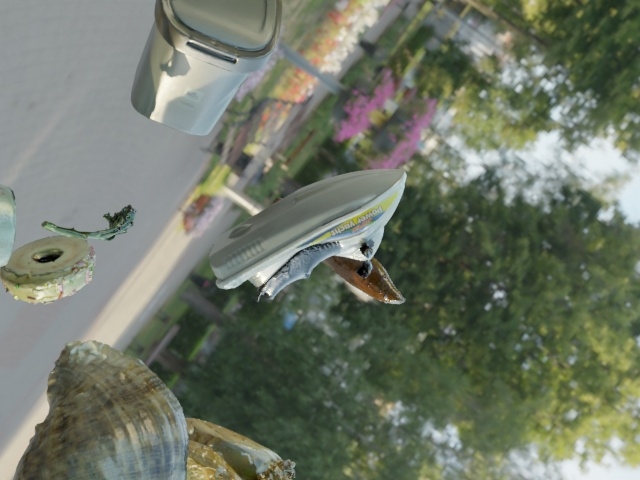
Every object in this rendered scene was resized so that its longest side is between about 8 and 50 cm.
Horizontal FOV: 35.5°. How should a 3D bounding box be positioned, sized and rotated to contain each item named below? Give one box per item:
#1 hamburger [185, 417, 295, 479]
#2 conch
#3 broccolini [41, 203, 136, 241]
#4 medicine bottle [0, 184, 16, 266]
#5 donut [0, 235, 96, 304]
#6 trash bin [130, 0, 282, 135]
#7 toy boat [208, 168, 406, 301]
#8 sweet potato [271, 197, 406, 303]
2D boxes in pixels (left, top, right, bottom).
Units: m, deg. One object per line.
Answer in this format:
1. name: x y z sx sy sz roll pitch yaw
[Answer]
1. hamburger: -0.178 0.376 1.476 0.285 0.243 0.146 -17 -159 19
2. conch: -0.277 0.272 1.234 0.159 0.210 0.292 -11 96 -86
3. broccolini: -0.369 -0.021 1.623 0.054 0.052 0.194 -23 176 30
4. medicine bottle: -0.587 -0.027 1.642 0.147 0.143 0.147 -6 -97 57
5. donut: -0.477 0.054 1.766 0.175 0.174 0.068 -57 147 -57
6. trash bin: -0.218 -0.341 1.789 0.250 0.219 0.219 -52 -155 42
7. toy boat: -0.008 -0.004 1.287 0.269 0.141 0.141 -15 -173 5
8. sweet potato: 0.025 0.016 1.483 0.057 0.264 0.057 -36 147 -28
